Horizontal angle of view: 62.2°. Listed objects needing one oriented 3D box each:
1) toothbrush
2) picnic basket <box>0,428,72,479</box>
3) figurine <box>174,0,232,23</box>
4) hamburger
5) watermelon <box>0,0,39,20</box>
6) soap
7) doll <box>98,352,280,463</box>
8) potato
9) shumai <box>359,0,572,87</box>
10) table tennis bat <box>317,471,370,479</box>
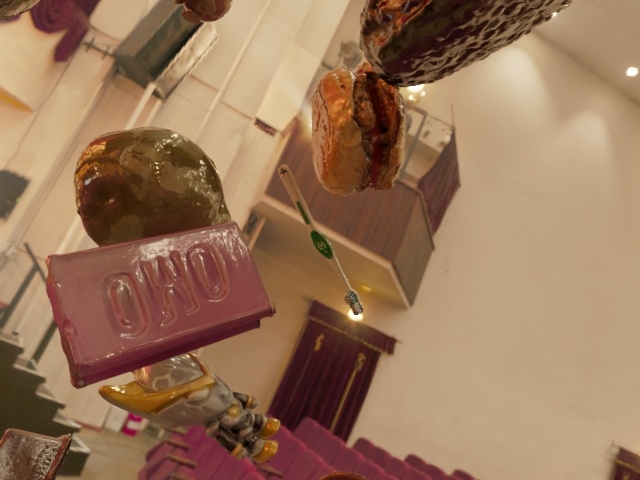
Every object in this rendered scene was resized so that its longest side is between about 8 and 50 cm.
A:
[{"bbox_3d":[0.001,-0.001,0.957,0.304,0.030,0.030,63,-18,-1],"label":"toothbrush"},{"bbox_3d":[-0.643,0.522,1.064,0.129,0.297,0.222,34,-54,-19],"label":"picnic basket"},{"bbox_3d":[-0.258,-0.559,1.193,0.125,0.138,0.125,6,-26,3],"label":"figurine"},{"bbox_3d":[0.065,-0.204,0.976,0.162,0.245,0.244,-3,-15,-1],"label":"hamburger"},{"bbox_3d":[-0.398,-0.341,0.493,0.139,0.193,0.257,-35,-76,26],"label":"watermelon"},{"bbox_3d":[-0.161,0.058,0.543,0.203,0.122,0.065,-14,-19,-36],"label":"soap"},{"bbox_3d":[-0.205,0.259,0.860,0.316,0.146,0.103,38,-44,-17],"label":"doll"},{"bbox_3d":[-0.215,-0.049,0.702,0.177,0.160,0.235,-12,-28,22],"label":"potato"},{"bbox_3d":[0.163,-0.404,0.609,0.348,0.395,0.395,61,-20,-4],"label":"shumai"},{"bbox_3d":[0.022,0.324,0.574,0.098,0.155,0.019,18,8,14],"label":"table tennis bat"}]
